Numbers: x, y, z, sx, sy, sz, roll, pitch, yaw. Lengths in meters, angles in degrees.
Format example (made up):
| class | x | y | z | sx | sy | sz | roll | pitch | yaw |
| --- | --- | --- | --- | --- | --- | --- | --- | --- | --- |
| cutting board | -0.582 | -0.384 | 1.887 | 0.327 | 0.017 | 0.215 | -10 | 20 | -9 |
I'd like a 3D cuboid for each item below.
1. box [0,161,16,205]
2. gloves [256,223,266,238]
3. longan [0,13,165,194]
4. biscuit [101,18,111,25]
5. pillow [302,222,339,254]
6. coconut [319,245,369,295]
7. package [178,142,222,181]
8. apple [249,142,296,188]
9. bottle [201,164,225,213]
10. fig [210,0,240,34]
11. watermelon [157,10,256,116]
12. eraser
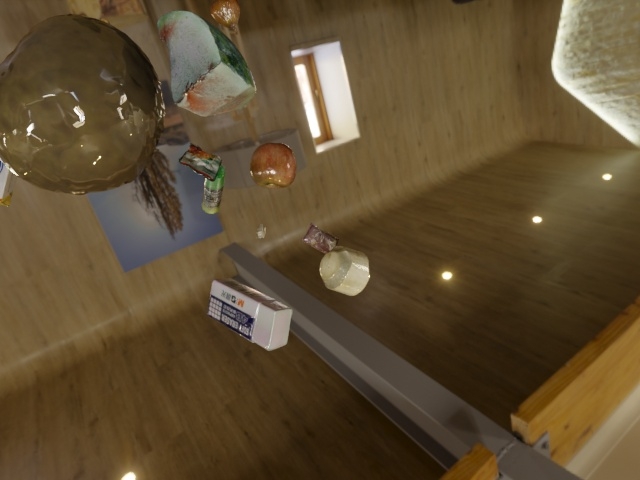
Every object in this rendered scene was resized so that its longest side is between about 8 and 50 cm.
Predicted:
| class | x | y | z | sx | sy | sz | roll | pitch | yaw |
| --- | --- | --- | --- | --- | --- | --- | --- | --- | --- |
| box | -1.227 | -0.273 | 1.509 | 0.168 | 0.265 | 0.097 | 12 | 171 | -18 |
| gloves | -0.266 | -0.036 | 1.848 | 0.044 | 0.080 | 0.037 | -5 | 168 | -4 |
| longan | -0.600 | -0.323 | 1.043 | 0.436 | 0.404 | 0.404 | -43 | -158 | 3 |
| biscuit | -0.940 | -0.875 | 1.840 | 0.033 | 0.224 | 0.144 | -17 | -151 | -32 |
| pillow | 0.000 | 0.000 | 1.964 | 0.043 | 0.185 | 0.118 | -16 | -134 | 55 |
| coconut | 0.118 | 0.131 | 1.751 | 0.222 | 0.202 | 0.202 | 21 | 178 | -34 |
| package | -0.507 | -0.346 | 1.758 | 0.040 | 0.166 | 0.232 | -52 | -160 | 26 |
| apple | -0.188 | -0.300 | 1.636 | 0.188 | 0.173 | 0.188 | -1 | 175 | 0 |
| bottle | -0.520 | -0.246 | 1.982 | 0.093 | 0.093 | 0.330 | -27 | 166 | -29 |
| fig | -0.372 | -0.927 | 1.686 | 0.119 | 0.153 | 0.119 | -38 | -161 | 15 |
| watermelon | -0.295 | -0.419 | 1.061 | 0.320 | 0.289 | 0.213 | 38 | -94 | 18 |
| eraser | -0.224 | 0.220 | 1.259 | 0.287 | 0.130 | 0.086 | 17 | -168 | 36 |
